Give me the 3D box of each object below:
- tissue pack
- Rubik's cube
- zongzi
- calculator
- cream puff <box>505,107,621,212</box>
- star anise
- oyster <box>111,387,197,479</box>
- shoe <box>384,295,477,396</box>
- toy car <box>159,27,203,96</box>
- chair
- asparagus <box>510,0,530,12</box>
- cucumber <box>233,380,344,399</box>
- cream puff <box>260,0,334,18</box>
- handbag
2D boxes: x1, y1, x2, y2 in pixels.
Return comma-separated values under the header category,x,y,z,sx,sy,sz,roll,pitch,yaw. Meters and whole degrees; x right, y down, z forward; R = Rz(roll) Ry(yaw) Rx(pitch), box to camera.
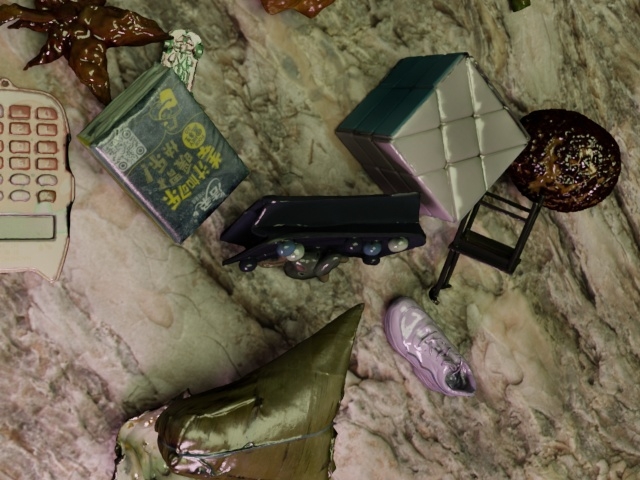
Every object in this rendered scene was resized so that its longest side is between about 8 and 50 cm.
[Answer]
category,x,y,z,sx,sy,sz,roll,pitch,yaw
tissue pack,-0.254,-0.140,1.510,0.185,0.081,0.257,-46,132,-11
Rubik's cube,0.205,-0.194,1.688,0.231,0.224,0.221,-48,115,-12
zongzi,-0.095,0.249,1.555,0.322,0.160,0.361,15,97,-29
calculator,-0.507,-0.095,1.454,0.220,0.048,0.330,0,95,-25
cream puff,0.482,-0.154,1.827,0.239,0.239,0.165,41,71,-26
star anise,-0.406,-0.316,1.410,0.346,0.148,0.238,-12,100,-38
oyster,-0.276,0.385,1.621,0.223,0.083,0.214,-35,115,-24
shoe,0.225,0.219,1.813,0.095,0.137,0.245,-41,113,-20
toy car,-0.245,-0.293,1.546,0.069,0.055,0.142,10,104,-19
chair,0.324,0.015,1.773,0.141,0.154,0.260,24,106,14
asparagus,0.390,-0.556,1.829,0.045,0.041,0.178,-25,107,-30
cucumber,-0.067,0.303,1.715,0.265,0.077,0.077,5,96,-26
cream puff,-0.033,-0.509,1.562,0.241,0.155,0.269,35,80,-27
handbag,0.000,0.000,1.620,0.325,0.269,0.118,-1,76,-25
